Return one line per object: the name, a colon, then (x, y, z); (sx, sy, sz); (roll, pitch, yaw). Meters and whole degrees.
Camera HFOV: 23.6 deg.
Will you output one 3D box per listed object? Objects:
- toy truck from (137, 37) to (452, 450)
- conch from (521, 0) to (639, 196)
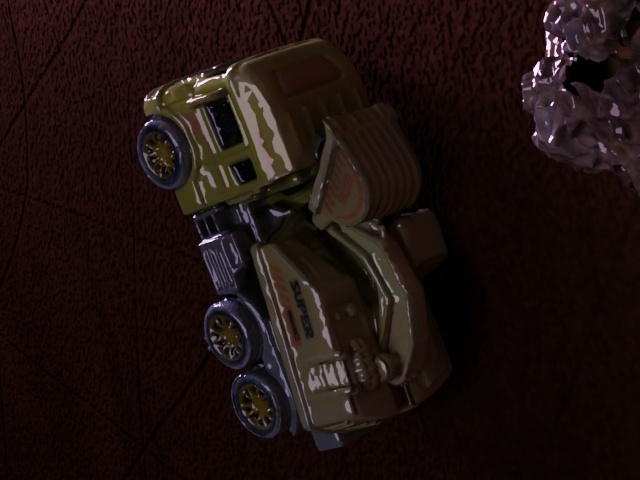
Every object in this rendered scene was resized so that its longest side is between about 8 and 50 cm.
toy truck: (0.000, 0.000, 0.711); (0.116, 0.085, 0.191); (-17, 93, 48)
conch: (0.147, -0.066, 0.447); (0.245, 0.163, 0.178); (36, 168, 20)
